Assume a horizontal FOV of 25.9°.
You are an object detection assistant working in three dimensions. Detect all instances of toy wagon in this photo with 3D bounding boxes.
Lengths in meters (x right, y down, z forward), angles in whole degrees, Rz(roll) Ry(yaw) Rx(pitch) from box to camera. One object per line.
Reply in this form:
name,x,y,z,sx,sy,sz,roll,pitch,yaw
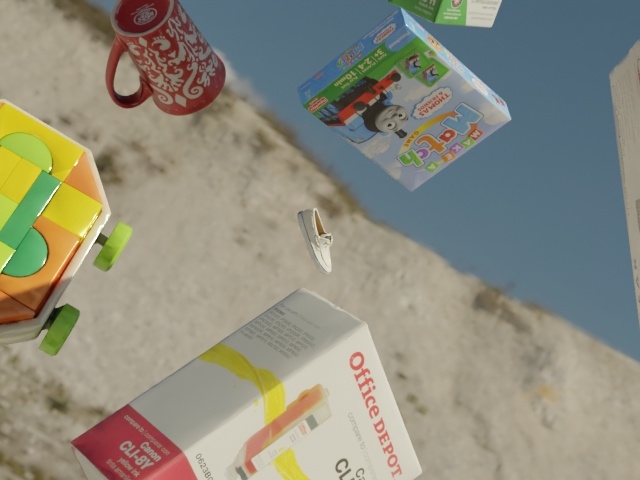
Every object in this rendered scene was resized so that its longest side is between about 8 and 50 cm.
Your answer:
toy wagon,-0.360,0.013,1.418,0.267,0.344,0.068,31,-35,-6

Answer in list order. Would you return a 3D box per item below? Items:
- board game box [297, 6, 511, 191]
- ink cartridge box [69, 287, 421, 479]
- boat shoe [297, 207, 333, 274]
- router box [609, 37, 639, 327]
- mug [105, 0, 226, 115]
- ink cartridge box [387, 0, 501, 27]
board game box,0.102,-0.162,1.657,0.211,0.160,0.039,34,30,-38
ink cartridge box,-0.085,0.284,1.813,0.160,0.384,0.279,27,-36,51
boat shoe,0.000,0.000,2.017,0.100,0.035,0.035,69,23,-6
router box,0.346,-0.016,1.299,0.082,0.335,0.301,-7,-2,5
mug,-0.219,-0.248,1.886,0.113,0.150,0.169,28,-17,29
ink cartridge box,0.191,-0.391,1.817,0.087,0.208,0.153,31,23,31
